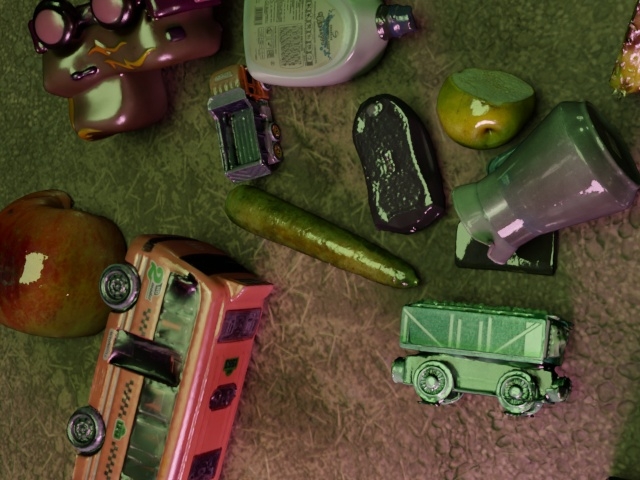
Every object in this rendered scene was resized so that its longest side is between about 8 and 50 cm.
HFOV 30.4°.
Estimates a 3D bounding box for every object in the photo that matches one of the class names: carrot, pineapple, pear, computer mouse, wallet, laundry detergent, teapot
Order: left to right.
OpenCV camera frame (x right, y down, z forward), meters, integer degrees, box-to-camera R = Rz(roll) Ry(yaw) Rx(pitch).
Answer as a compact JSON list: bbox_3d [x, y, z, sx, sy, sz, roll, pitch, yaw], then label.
[{"bbox_3d":[0.000,0.000,1.856,0.359,0.074,0.074,25,99,26],"label":"carrot"},{"bbox_3d":[0.019,-0.352,1.841,0.281,0.105,0.214,-3,84,30],"label":"laundry detergent"},{"bbox_3d":[0.117,-0.116,1.794,0.122,0.073,0.217,-15,87,30],"label":"computer mouse"},{"bbox_3d":[0.236,-0.183,1.708,0.141,0.141,0.104,31,131,27],"label":"pear"},{"bbox_3d":[0.272,0.007,1.733,0.157,0.018,0.082,3,89,29],"label":"wallet"},{"bbox_3d":[0.309,-0.086,1.641,0.225,0.171,0.203,-33,30,24],"label":"teapot"},{"bbox_3d":[0.459,-0.309,1.588,0.080,0.135,0.233,17,124,8],"label":"pineapple"}]

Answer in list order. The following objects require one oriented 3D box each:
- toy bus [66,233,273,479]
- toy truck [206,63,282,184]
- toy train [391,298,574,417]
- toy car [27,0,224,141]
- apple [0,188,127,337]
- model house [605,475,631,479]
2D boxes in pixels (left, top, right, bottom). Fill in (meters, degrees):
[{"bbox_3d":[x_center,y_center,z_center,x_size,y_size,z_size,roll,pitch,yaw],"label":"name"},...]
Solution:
[{"bbox_3d":[-0.242,0.214,1.906,0.233,0.203,0.426,18,97,24],"label":"toy bus"},{"bbox_3d":[-0.124,-0.191,1.920,0.083,0.092,0.192,-15,80,28],"label":"toy truck"},{"bbox_3d":[0.233,0.170,1.698,0.269,0.115,0.154,3,81,29],"label":"toy train"},{"bbox_3d":[-0.308,-0.307,1.953,0.341,0.271,0.240,-12,100,27],"label":"toy car"},{"bbox_3d":[-0.499,0.040,2.076,0.293,0.163,0.251,16,96,27],"label":"apple"},{"bbox_3d":[0.492,0.453,1.523,0.291,0.184,0.253,7,85,15],"label":"model house"}]
